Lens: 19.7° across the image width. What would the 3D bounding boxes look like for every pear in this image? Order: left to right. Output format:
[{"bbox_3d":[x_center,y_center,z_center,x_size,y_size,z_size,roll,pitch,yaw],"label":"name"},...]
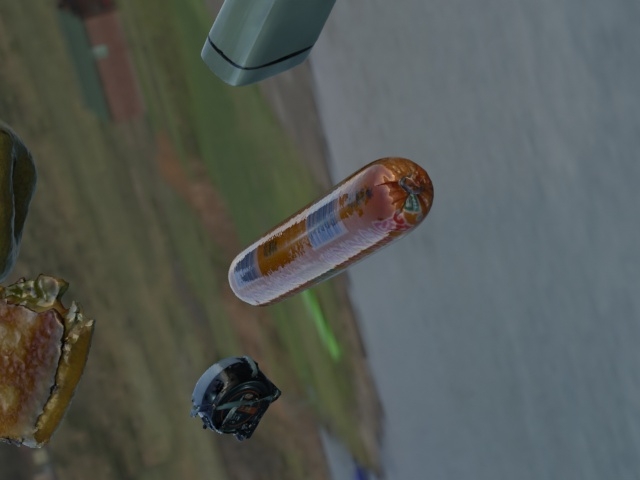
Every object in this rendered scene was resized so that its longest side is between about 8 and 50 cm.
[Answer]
[{"bbox_3d":[-0.382,-0.042,1.731,0.228,0.211,0.188,-81,-4,-70],"label":"pear"}]

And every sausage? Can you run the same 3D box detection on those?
[{"bbox_3d":[0.000,0.000,1.274,0.348,0.053,0.053,-31,74,67],"label":"sausage"}]

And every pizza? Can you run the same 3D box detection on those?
[{"bbox_3d":[-0.286,0.096,1.588,0.069,0.226,0.147,3,-88,-58],"label":"pizza"}]

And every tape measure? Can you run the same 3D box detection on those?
[{"bbox_3d":[-0.092,0.170,1.993,0.054,0.091,0.094,44,-172,39],"label":"tape measure"}]

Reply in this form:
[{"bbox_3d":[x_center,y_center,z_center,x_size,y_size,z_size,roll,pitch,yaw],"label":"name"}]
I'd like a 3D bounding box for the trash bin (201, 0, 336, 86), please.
[{"bbox_3d":[-0.035,-0.209,1.619,0.059,0.116,0.130,45,132,17],"label":"trash bin"}]
